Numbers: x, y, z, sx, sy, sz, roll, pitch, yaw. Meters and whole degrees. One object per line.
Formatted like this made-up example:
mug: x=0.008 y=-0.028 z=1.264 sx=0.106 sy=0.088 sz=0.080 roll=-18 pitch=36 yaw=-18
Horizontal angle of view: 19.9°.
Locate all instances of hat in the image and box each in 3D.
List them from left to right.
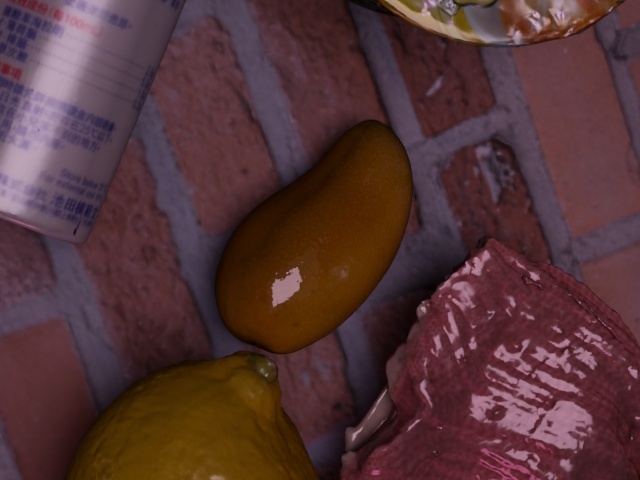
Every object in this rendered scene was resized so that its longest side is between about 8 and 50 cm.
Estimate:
hat: x=0.161 y=0.144 z=1.323 sx=0.286 sy=0.107 sz=0.237 roll=25 pitch=103 yaw=-20

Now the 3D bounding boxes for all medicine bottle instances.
medicine bottle: x=-0.151 y=-0.176 z=1.196 sx=0.130 sy=0.130 sz=0.341 roll=22 pitch=90 yaw=-16

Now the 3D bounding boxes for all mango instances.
mango: x=0.000 y=0.000 z=1.280 sx=0.102 sy=0.085 sz=0.184 roll=42 pitch=74 yaw=-10

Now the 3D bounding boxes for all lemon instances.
lemon: x=-0.085 y=0.186 z=1.222 sx=0.186 sy=0.187 sz=0.244 roll=11 pitch=101 yaw=-16

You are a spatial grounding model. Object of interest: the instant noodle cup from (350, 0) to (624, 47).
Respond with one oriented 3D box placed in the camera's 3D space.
instant noodle cup: x=0.088 y=-0.256 z=1.215 sx=0.264 sy=0.200 sz=0.264 roll=-1 pitch=95 yaw=-15
